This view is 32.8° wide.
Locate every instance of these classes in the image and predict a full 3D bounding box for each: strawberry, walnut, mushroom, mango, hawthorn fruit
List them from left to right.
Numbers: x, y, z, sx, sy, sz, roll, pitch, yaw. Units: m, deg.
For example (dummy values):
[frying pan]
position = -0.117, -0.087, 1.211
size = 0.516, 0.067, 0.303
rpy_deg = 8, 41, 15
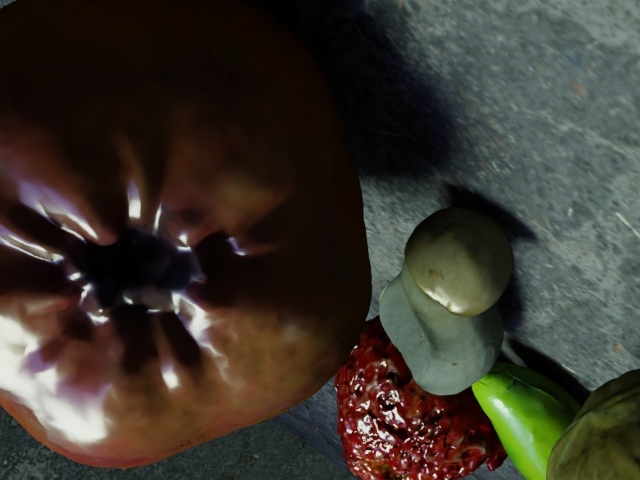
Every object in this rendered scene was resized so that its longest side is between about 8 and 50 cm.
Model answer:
[hawthorn fruit]
position = -0.160, -0.028, 1.036
size = 0.471, 0.472, 0.472
rpy_deg = 34, 163, 12
[strawberry]
position = 0.119, 0.229, 1.422
size = 0.274, 0.220, 0.274
rpy_deg = 34, 180, 0
[mushroom]
position = 0.126, 0.065, 1.161
size = 0.159, 0.122, 0.329
rpy_deg = 25, 161, 12
[mango]
position = 0.267, 0.227, 1.310
size = 0.233, 0.111, 0.125
rpy_deg = 47, 171, -10
[walnut]
position = 0.348, 0.248, 1.010
size = 0.282, 0.227, 0.283
rpy_deg = 10, 125, 15
